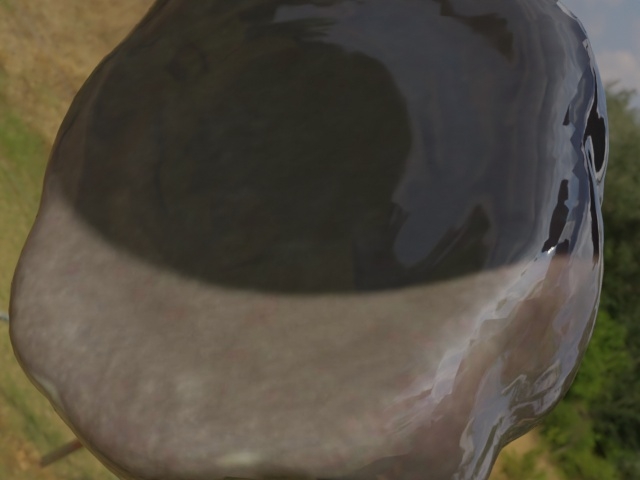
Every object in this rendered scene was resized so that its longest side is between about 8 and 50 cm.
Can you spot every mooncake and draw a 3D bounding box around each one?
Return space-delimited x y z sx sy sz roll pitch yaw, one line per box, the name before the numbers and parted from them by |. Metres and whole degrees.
mooncake | 0.000 0.000 0.636 0.154 0.306 0.306 63 3 -56
